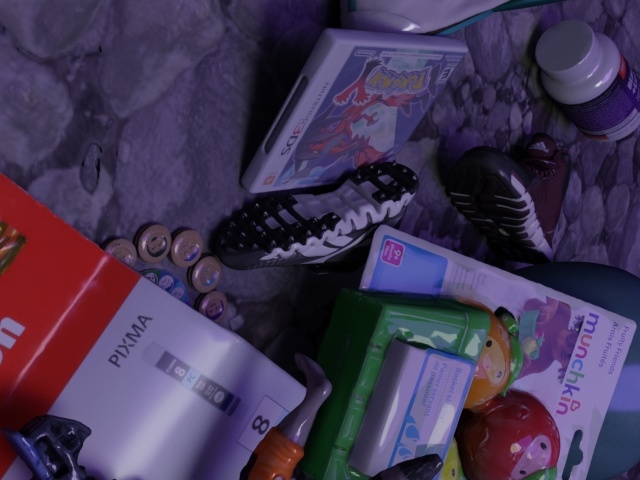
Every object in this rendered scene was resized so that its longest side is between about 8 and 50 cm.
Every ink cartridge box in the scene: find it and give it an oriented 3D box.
[{"bbox_3d":[-0.198,0.174,0.713,0.308,0.091,0.385,-57,138,-13],"label":"ink cartridge box"}]

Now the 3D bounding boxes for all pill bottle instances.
[{"bbox_3d":[0.371,-0.222,1.209,0.193,0.108,0.108,29,80,-48],"label":"pill bottle"}]

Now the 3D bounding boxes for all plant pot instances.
[{"bbox_3d":[0.270,0.152,1.119,0.195,0.290,0.290,16,90,-28],"label":"plant pot"}]

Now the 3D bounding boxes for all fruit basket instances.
[{"bbox_3d":[0.160,0.191,0.917,0.353,0.165,0.327,21,88,-17],"label":"fruit basket"}]

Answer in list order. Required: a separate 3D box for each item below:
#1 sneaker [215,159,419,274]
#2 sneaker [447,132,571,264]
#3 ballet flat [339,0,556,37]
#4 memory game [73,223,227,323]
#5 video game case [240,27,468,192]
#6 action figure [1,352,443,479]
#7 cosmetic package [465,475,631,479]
[{"bbox_3d":[0.000,0.000,0.894,0.234,0.078,0.106,-22,137,-30],"label":"sneaker"},{"bbox_3d":[0.257,-0.090,1.146,0.281,0.106,0.162,46,62,-56],"label":"sneaker"},{"bbox_3d":[0.176,-0.303,0.965,0.400,0.139,0.139,-24,119,-37],"label":"ballet flat"},{"bbox_3d":[-0.156,0.075,0.798,0.186,0.012,0.186,-18,116,-44],"label":"memory game"},{"bbox_3d":[0.036,-0.125,0.867,0.201,0.023,0.183,-10,143,-46],"label":"video game case"},{"bbox_3d":[-0.078,0.242,0.670,0.330,0.178,0.341,-45,116,-21],"label":"action figure"},{"bbox_3d":[0.284,0.435,1.246,0.385,0.217,0.156,-9,109,-44],"label":"cosmetic package"}]
